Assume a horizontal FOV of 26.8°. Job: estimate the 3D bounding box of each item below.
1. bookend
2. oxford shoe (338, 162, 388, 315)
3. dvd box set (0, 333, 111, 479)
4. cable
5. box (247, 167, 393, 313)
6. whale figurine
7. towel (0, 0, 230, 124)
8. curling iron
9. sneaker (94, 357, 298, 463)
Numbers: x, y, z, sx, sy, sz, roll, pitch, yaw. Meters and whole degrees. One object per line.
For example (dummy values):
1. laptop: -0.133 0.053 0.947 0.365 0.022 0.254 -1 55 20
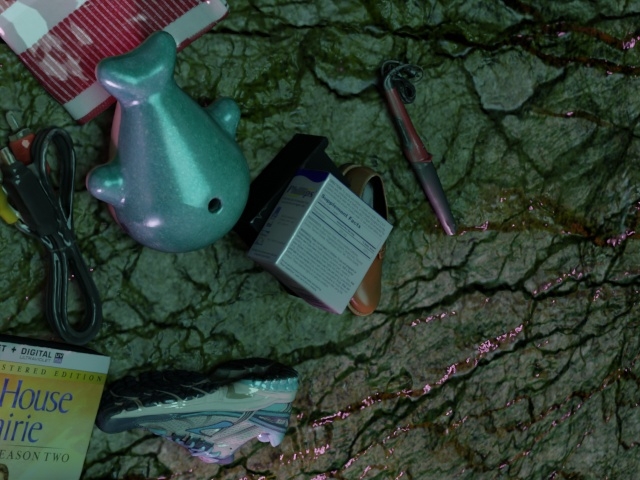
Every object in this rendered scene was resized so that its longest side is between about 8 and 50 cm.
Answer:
1. bookend: -0.018 -0.031 1.766 0.157 0.072 0.156 -50 121 -17
2. oxford shoe: 0.059 0.004 1.821 0.076 0.076 0.212 -14 106 -32
3. dvd box set: -0.415 0.310 1.524 0.307 0.062 0.421 17 88 -51
4. cable: -0.324 -0.019 1.590 0.139 0.072 0.287 -43 125 -35
5. box: 0.000 0.000 1.694 0.126 0.072 0.137 39 76 -32
6. whale figurine: -0.173 -0.106 1.585 0.216 0.141 0.272 -31 130 -24
7. towel: -0.283 -0.318 1.526 0.237 0.037 0.329 -36 118 2
8. curling iron: 0.146 -0.128 1.878 0.068 0.035 0.274 -31 113 -25
9. sneaker: -0.150 0.231 1.702 0.283 0.110 0.122 -3 103 -32
